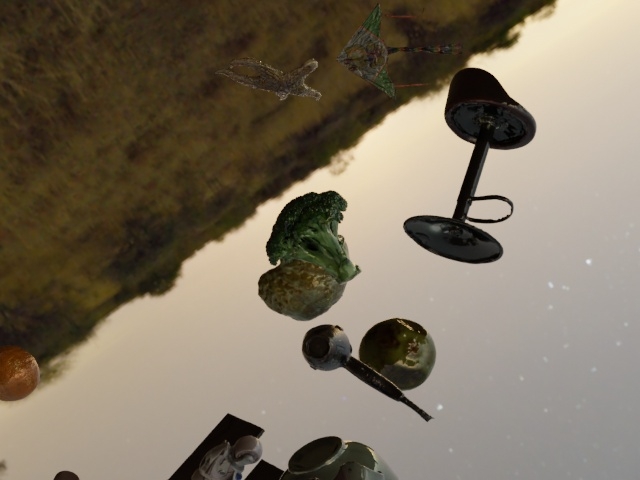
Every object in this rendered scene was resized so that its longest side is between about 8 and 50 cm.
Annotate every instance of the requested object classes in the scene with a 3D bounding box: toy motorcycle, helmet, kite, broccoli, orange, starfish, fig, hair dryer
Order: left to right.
[{"bbox_3d":[-0.732,0.318,1.834,0.136,0.136,0.117,-29,-150,44],"label":"orange"},{"bbox_3d":[-0.254,0.575,2.007,0.254,0.112,0.112,-40,-177,28],"label":"toy motorcycle"},{"bbox_3d":[-0.118,-0.439,2.175,0.299,0.060,0.302,-3,167,24],"label":"starfish"},{"bbox_3d":[-0.044,0.151,2.640,0.271,0.210,0.369,13,137,-38],"label":"orange"},{"bbox_3d":[0.000,0.000,2.047,0.254,0.269,0.269,-44,180,33],"label":"broccoli"},{"bbox_3d":[0.041,0.482,1.408,0.177,0.107,0.153,-28,150,15],"label":"helmet"},{"bbox_3d":[0.119,0.326,1.848,0.120,0.360,0.304,-55,162,-3],"label":"hair dryer"},{"bbox_3d":[0.235,0.366,2.475,0.239,0.239,0.271,-37,180,-23],"label":"fig"},{"bbox_3d":[0.148,-0.366,1.484,0.245,0.198,0.006,-5,-159,10],"label":"kite"}]

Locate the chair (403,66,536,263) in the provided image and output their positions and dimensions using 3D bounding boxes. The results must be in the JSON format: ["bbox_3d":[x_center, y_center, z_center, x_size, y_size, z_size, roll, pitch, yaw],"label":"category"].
[{"bbox_3d":[0.348,-0.172,1.743,0.226,0.227,0.400,-23,-135,63],"label":"chair"}]

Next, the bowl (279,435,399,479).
[{"bbox_3d":[0.015,0.522,1.694,0.289,0.146,0.289,-24,-172,4],"label":"bowl"}]

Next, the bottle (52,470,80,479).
[{"bbox_3d":[-0.516,0.514,1.502,0.140,0.053,0.053,-60,-178,10],"label":"bottle"}]

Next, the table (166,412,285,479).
[{"bbox_3d":[-0.261,0.728,2.355,0.196,0.250,0.282,7,-136,48],"label":"table"}]
